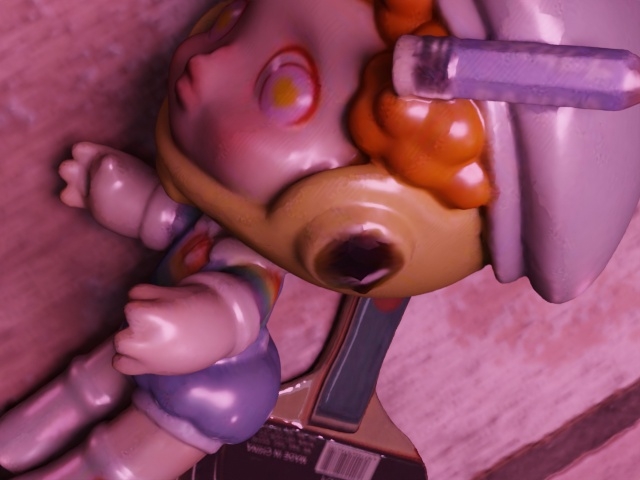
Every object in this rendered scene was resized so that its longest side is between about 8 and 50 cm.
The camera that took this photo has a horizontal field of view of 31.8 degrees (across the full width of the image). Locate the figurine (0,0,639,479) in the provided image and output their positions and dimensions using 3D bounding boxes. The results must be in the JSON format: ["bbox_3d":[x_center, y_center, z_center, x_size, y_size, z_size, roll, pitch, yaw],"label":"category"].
[{"bbox_3d":[-0.009,-0.016,0.531,0.205,0.225,0.382,32,121,-33],"label":"figurine"}]

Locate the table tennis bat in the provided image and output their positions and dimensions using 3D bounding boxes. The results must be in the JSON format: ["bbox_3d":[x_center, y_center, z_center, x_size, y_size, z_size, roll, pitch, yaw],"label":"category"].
[{"bbox_3d":[-0.005,0.127,0.633,0.173,0.022,0.301,19,102,-20],"label":"table tennis bat"}]
